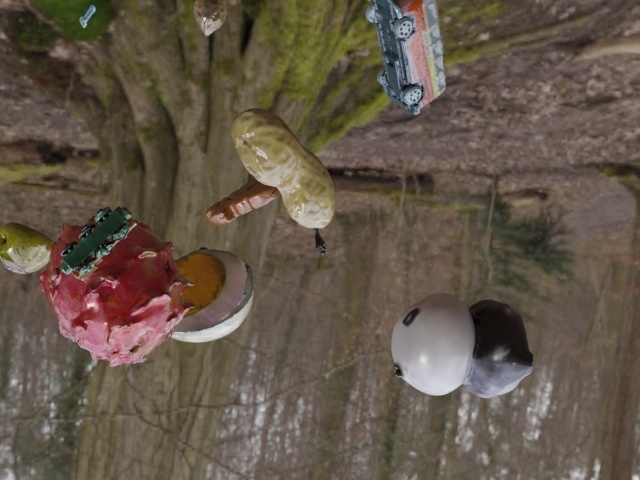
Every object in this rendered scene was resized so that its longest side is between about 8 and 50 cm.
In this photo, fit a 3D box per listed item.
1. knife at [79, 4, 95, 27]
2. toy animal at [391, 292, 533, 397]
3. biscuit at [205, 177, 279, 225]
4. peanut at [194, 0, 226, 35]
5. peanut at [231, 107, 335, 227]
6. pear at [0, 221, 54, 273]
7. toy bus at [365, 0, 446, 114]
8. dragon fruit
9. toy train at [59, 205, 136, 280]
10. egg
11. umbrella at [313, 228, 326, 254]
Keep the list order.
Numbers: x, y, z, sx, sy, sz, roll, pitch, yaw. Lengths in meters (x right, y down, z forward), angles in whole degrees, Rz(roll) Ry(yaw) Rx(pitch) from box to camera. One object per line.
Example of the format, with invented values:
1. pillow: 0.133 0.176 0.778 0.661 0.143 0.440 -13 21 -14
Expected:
1. knife: -0.609 -0.588 2.021 0.010 0.027 0.096 -28 -178 -40
2. toy animal: 0.244 0.191 1.409 0.235 0.187 0.165 5 -175 -12
3. biscuit: -0.138 -0.127 1.818 0.306 0.043 0.284 -39 -166 -36
4. peanut: -0.260 -0.603 1.854 0.086 0.228 0.104 5 -178 -7
5. peanut: -0.054 -0.115 1.237 0.229 0.103 0.098 45 163 -25
6. pear: -0.708 0.026 1.842 0.141 0.104 0.141 19 164 6
7. toy bus: 0.176 -0.393 1.546 0.120 0.265 0.121 -31 -135 -14
8. dragon fruit: -0.313 0.058 1.153 0.210 0.205 0.268 22 -155 -50
9. toy train: -0.261 0.002 0.915 0.044 0.103 0.064 44 173 4
10. egg: -0.302 0.168 1.986 0.286 0.174 0.264 -26 -132 -15
11. umbrella: -0.002 0.001 1.497 0.031 0.020 0.083 42 -165 -34
